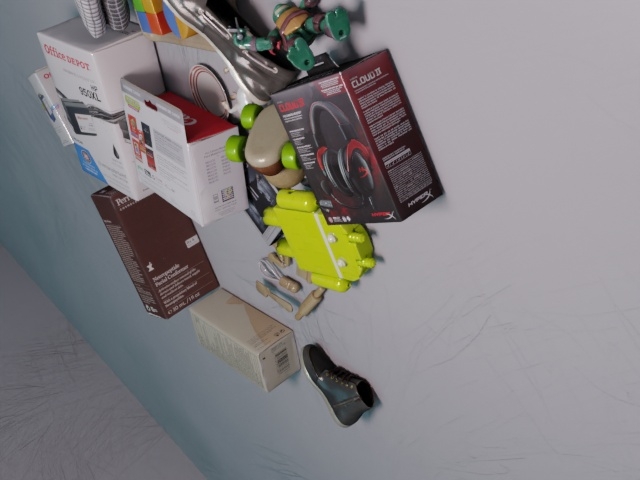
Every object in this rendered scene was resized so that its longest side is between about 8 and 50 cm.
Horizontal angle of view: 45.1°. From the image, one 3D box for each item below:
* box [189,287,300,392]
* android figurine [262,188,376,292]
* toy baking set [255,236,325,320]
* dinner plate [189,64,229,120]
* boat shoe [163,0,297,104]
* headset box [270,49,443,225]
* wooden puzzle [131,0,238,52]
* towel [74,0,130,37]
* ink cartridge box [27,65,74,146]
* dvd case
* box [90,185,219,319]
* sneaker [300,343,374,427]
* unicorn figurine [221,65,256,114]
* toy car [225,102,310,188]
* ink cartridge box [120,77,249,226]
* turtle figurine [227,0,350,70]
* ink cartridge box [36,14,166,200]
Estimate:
[{"bbox_3d":[-0.208,0.263,2.076,0.311,0.121,0.147,26,138,40],"label":"box"},{"bbox_3d":[0.000,0.000,1.574,0.273,0.056,0.248,13,135,42],"label":"android figurine"},{"bbox_3d":[-0.074,0.092,1.824,0.196,0.030,0.256,53,143,19],"label":"toy baking set"},{"bbox_3d":[-0.241,-0.320,1.691,0.141,0.017,0.141,34,142,32],"label":"dinner plate"},{"bbox_3d":[-0.173,-0.402,1.405,0.096,0.112,0.335,-32,108,32],"label":"boat shoe"},{"bbox_3d":[0.052,-0.180,1.315,0.218,0.110,0.293,0,118,55],"label":"headset box"},{"bbox_3d":[-0.316,-0.535,1.537,0.348,0.081,0.322,20,133,45],"label":"wooden puzzle"},{"bbox_3d":[-0.496,-0.608,1.626,0.235,0.121,0.283,126,122,-78],"label":"towel"},{"bbox_3d":[-0.672,-0.385,2.103,0.093,0.154,0.212,1,120,56],"label":"ink cartridge box"},{"bbox_3d":[-0.147,-0.123,1.719,0.238,0.030,0.179,54,148,9],"label":"dvd case"},{"bbox_3d":[-0.446,0.004,2.111,0.143,0.191,0.381,6,124,52],"label":"box"},{"bbox_3d":[0.045,0.325,1.841,0.118,0.083,0.222,-46,71,40],"label":"sneaker"},{"bbox_3d":[-0.150,-0.287,1.549,0.111,0.060,0.161,30,140,39],"label":"unicorn figurine"},{"bbox_3d":[-0.067,-0.163,1.505,0.155,0.148,0.188,10,155,27],"label":"toy car"},{"bbox_3d":[-0.308,-0.220,1.724,0.309,0.130,0.271,32,137,44],"label":"ink cartridge box"},{"bbox_3d":[-0.048,-0.368,1.285,0.118,0.175,0.234,26,-165,-40],"label":"turtle figurine"},{"bbox_3d":[-0.514,-0.336,1.913,0.286,0.166,0.394,26,137,40],"label":"ink cartridge box"}]
